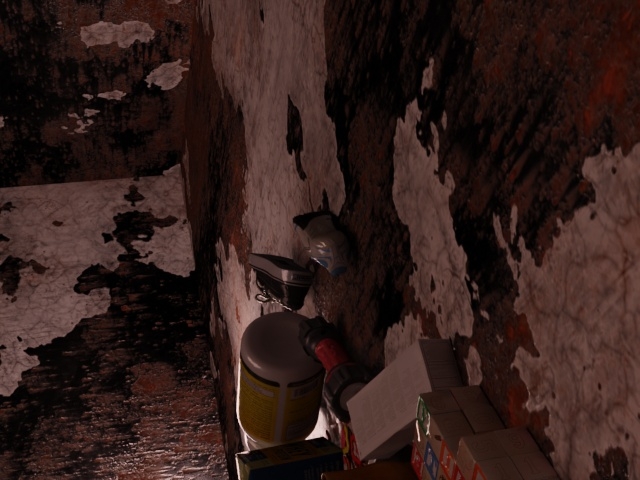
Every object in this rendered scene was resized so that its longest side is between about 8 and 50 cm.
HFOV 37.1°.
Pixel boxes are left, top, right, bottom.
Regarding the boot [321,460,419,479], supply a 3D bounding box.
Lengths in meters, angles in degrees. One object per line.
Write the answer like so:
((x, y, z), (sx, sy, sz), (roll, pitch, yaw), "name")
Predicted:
((0.118, 0.432, 1.303), (0.295, 0.211, 0.104), (-111, 20, -45), "boot")

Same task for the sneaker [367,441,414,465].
((0.115, 0.474, 1.536), (0.147, 0.105, 0.295), (-110, 24, -58), "sneaker")

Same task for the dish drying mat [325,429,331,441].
((0.017, 0.461, 2.106), (0.032, 0.008, 0.083), (-130, 36, -64), "dish drying mat")

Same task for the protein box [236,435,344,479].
((-0.056, 0.541, 2.015), (0.136, 0.201, 0.199), (-175, 78, -72), "protein box")

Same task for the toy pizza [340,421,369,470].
((0.070, 0.425, 1.839), (0.201, 0.032, 0.201), (174, 90, -75), "toy pizza")

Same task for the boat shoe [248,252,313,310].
((-0.097, 0.096, 2.196), (0.306, 0.113, 0.105), (21, 102, 64), "boat shoe")

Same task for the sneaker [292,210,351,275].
((0.000, 0.000, 1.853), (0.237, 0.085, 0.086), (-123, 23, -67), "sneaker")

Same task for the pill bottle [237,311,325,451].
((-0.090, 0.333, 2.107), (0.188, 0.188, 0.334), (-111, 22, -46), "pill bottle")

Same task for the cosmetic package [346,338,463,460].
((0.123, 0.239, 1.413), (0.239, 0.060, 0.099), (-51, 43, 50), "cosmetic package")

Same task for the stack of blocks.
((0.206, 0.309, 1.161), (0.297, 0.087, 0.171), (-116, 25, -54), "stack of blocks")

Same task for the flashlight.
((0.024, 0.231, 1.800), (0.304, 0.103, 0.103), (-130, 36, -64), "flashlight")
